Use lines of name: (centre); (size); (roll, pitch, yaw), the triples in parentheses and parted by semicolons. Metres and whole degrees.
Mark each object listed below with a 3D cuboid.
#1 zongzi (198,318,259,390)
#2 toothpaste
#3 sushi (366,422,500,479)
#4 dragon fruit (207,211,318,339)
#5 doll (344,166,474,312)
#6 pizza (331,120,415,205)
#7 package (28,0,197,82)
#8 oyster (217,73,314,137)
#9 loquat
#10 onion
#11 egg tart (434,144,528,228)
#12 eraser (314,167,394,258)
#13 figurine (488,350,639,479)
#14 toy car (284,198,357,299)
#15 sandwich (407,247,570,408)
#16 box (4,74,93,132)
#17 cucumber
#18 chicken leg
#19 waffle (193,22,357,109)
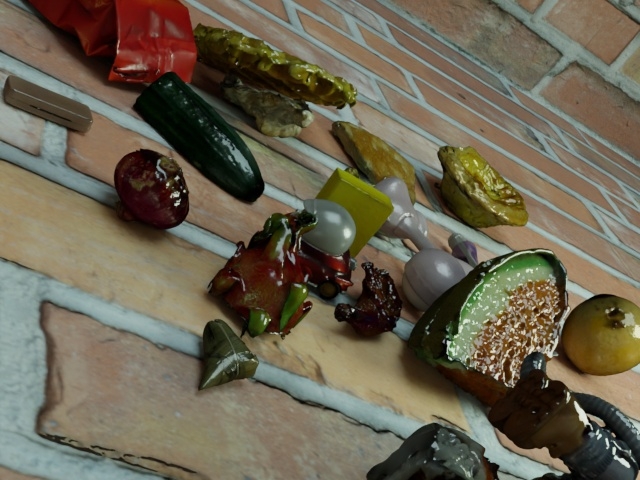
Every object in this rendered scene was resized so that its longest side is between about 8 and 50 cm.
zongzi: (-0.117, 0.122, 0.994); (0.083, 0.040, 0.076); (-18, 50, -42)
toothpaste: (0.296, 0.092, 1.607); (0.075, 0.048, 0.301); (17, 31, -37)
sushi: (0.103, 0.281, 0.896); (0.130, 0.124, 0.332); (47, 20, -10)
dragon fruit: (-0.066, 0.035, 1.145); (0.142, 0.175, 0.138); (18, -8, 46)
doll: (0.153, 0.008, 1.507); (0.160, 0.094, 0.365); (24, 27, -46)
pizza: (0.120, -0.137, 1.797); (0.181, 0.034, 0.262); (22, 28, -32)
package: (-0.377, -0.409, 1.484); (0.423, 0.123, 0.196); (44, 26, 17)
oyster: (-0.089, -0.222, 1.590); (0.163, 0.081, 0.191); (22, -4, -39)
loquat: (0.494, 0.165, 1.630); (0.163, 0.163, 0.137); (9, 45, -48)
onion: (-0.205, -0.059, 1.131); (0.107, 0.097, 0.107); (50, -13, 16)
egg tart: (0.319, -0.098, 1.922); (0.241, 0.106, 0.241); (33, 25, -18)
eraser: (0.032, -0.031, 1.366); (0.097, 0.122, 0.045); (29, 23, -21)
figurine: (0.330, 0.323, 1.030); (0.382, 0.186, 0.261); (48, 10, -9)
toy car: (0.000, 0.000, 1.277); (0.139, 0.112, 0.112); (32, 24, -12)
sandwich: (0.252, 0.127, 1.333); (0.212, 0.109, 0.292); (46, 55, -16)
box: (-0.350, -0.175, 1.211); (0.115, 0.025, 0.048); (21, 24, -35)
cucumber: (-0.165, -0.155, 1.397); (0.244, 0.063, 0.115); (44, 25, 11)
chicken leg: (0.067, 0.087, 1.273); (0.093, 0.053, 0.205); (65, 17, -14)
waffle: (-0.087, -0.300, 1.646); (0.302, 0.068, 0.325); (17, 2, -22)
